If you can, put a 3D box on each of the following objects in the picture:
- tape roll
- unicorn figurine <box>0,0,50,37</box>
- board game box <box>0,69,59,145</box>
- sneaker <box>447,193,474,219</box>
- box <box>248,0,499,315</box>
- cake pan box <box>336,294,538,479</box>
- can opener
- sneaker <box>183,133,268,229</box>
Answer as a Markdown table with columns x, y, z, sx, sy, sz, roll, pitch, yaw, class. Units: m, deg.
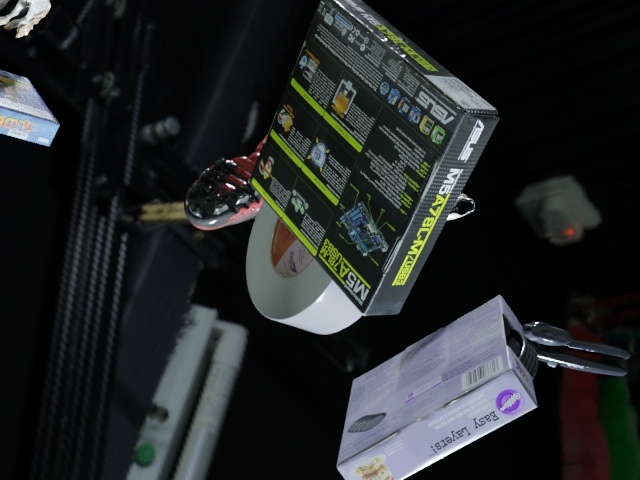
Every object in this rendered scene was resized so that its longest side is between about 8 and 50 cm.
| x | y | z | sx | sy | sz | roll | pitch | yaw | class |
| --- | --- | --- | --- | --- | --- | --- | --- | --- | --- |
| 0.000 | 0.000 | 1.259 | 0.072 | 0.219 | 0.219 | 22 | -122 | -33 | tape roll |
| -0.394 | -0.341 | 1.397 | 0.111 | 0.162 | 0.060 | -38 | -89 | -17 | unicorn figurine |
| -0.442 | -0.187 | 1.295 | 0.201 | 0.035 | 0.136 | 14 | -156 | -41 | board game box |
| 0.182 | -0.047 | 1.562 | 0.109 | 0.043 | 0.040 | -18 | -79 | -14 | sneaker |
| 0.032 | -0.070 | 0.818 | 0.045 | 0.184 | 0.191 | -3 | -143 | -38 | box |
| 0.153 | 0.194 | 1.348 | 0.070 | 0.266 | 0.246 | 54 | -166 | -13 | cake pan box |
| 0.371 | 0.166 | 1.531 | 0.186 | 0.073 | 0.059 | 19 | -89 | -14 | can opener |
| -0.097 | -0.071 | 1.525 | 0.097 | 0.135 | 0.276 | 34 | -135 | 19 | sneaker |
